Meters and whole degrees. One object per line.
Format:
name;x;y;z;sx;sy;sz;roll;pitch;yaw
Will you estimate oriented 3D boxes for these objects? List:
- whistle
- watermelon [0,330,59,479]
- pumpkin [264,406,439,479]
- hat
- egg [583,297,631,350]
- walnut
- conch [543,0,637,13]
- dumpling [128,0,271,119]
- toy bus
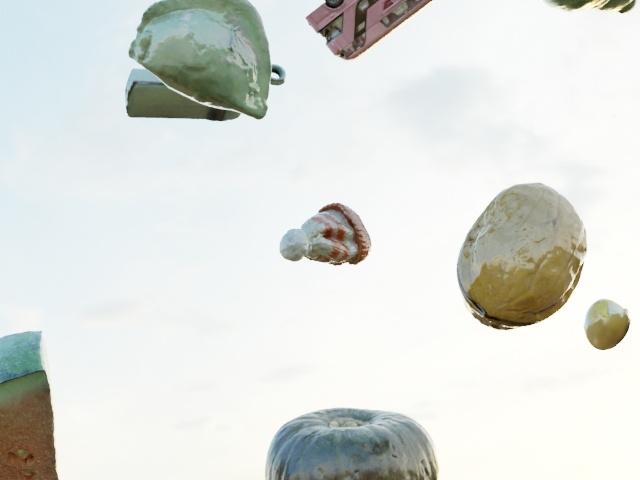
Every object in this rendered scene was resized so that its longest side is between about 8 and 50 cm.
whistle;-0.197;-0.294;1.571;0.290;0.163;0.163;0;-21;-20
watermelon;-0.435;0.275;1.229;0.193;0.140;0.256;-17;-62;-11
pumpkin;0.032;0.297;1.123;0.219;0.162;0.219;-3;7;0
hat;0.000;0.000;1.443;0.094;0.112;0.162;-37;-15;29
egg;0.460;0.137;1.457;0.071;0.083;0.071;22;12;-5
walnut;0.230;0.025;1.041;0.144;0.180;0.144;24;-28;14
conch;0.165;-0.236;0.673;0.188;0.175;0.121;8;-53;-8
dumpling;-0.146;-0.250;1.232;0.217;0.104;0.149;31;-50;-23
toy bus;0.081;-0.289;1.026;0.203;0.090;0.063;-33;10;21
